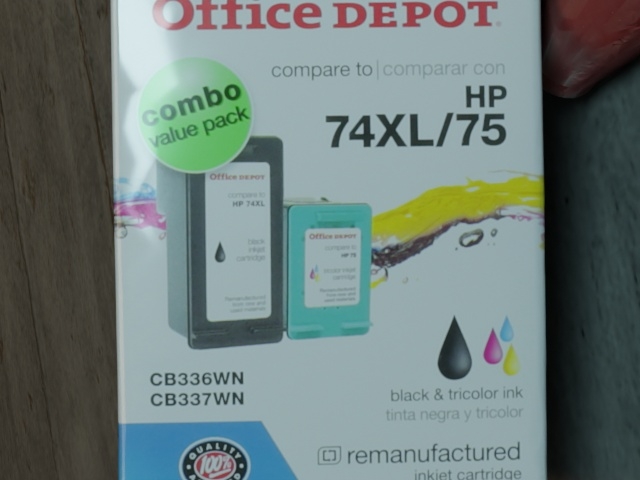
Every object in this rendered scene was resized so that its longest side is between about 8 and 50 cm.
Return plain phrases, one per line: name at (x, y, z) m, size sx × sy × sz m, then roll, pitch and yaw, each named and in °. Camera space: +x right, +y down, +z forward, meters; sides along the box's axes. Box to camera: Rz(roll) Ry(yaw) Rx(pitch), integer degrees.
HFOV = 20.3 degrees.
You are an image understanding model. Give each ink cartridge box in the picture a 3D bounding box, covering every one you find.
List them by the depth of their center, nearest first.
ink cartridge box at (0.000, 0.000, 0.885) m, size 0.197 × 0.198 × 0.270 m, roll -136°, pitch 44°, yaw -87°

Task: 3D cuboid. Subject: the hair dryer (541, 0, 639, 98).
hair dryer at (0.150, -0.198, 0.799) m, size 0.223 × 0.080 × 0.294 m, roll -106°, pitch 26°, yaw -67°
